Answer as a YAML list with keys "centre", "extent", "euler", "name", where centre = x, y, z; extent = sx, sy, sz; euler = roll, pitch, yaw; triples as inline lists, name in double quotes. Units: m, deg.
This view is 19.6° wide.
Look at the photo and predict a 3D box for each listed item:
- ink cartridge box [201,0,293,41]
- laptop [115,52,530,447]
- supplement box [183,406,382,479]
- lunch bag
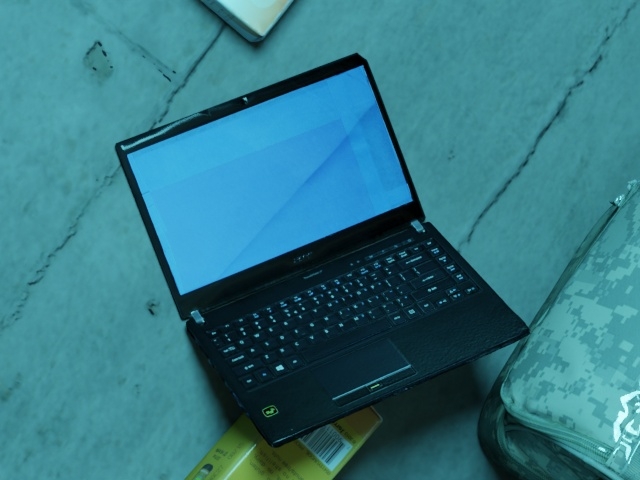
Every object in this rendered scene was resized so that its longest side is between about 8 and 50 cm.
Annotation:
- centre: [-0.076, -0.275, 1.523]
  extent: [0.179, 0.045, 0.145]
  euler: [40, 77, -15]
  name: "ink cartridge box"
- centre: [0.000, 0.000, 1.488]
  extent: [0.234, 0.264, 0.136]
  euler: [-22, 132, -16]
  name: "laptop"
- centre: [-0.059, 0.203, 1.496]
  extent: [0.233, 0.078, 0.080]
  euler: [-46, 104, -13]
  name: "supplement box"
- centre: [0.289, 0.089, 1.500]
  extent: [0.212, 0.256, 0.305]
  euler: [35, 80, -1]
  name: "lunch bag"
